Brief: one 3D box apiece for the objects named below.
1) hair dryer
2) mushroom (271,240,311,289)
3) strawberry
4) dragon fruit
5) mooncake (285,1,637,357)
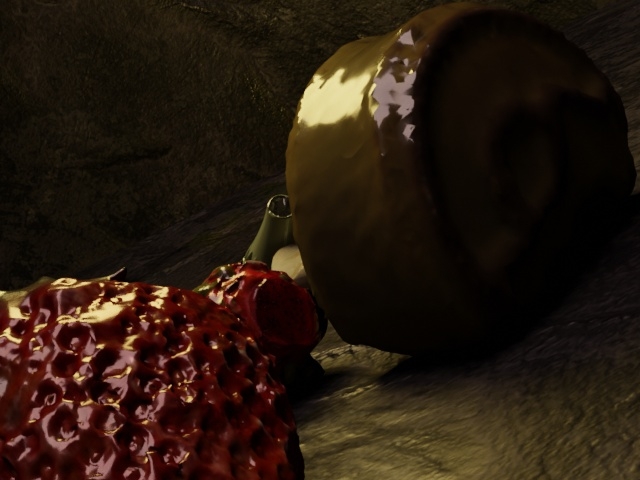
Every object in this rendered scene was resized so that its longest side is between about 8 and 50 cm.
[{"bbox_3d":[-0.017,-0.007,1.704,0.225,0.088,0.219,-25,-26,-1],"label":"hair dryer"},{"bbox_3d":[0.043,0.016,1.613,0.247,0.096,0.108,-22,-18,13],"label":"mushroom"},{"bbox_3d":[-0.155,0.183,0.935,0.292,0.292,0.310,-27,47,6],"label":"strawberry"},{"bbox_3d":[-0.084,0.112,1.336,0.160,0.166,0.172,-45,6,-38],"label":"dragon fruit"},{"bbox_3d":[0.159,-0.050,1.277,0.246,0.393,0.394,-18,55,45],"label":"mooncake"}]
